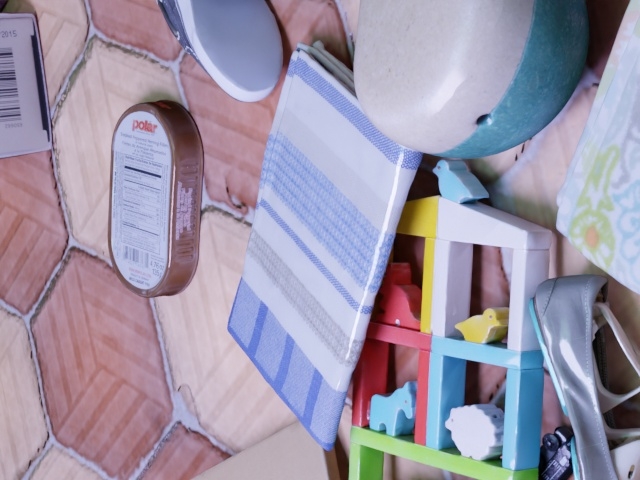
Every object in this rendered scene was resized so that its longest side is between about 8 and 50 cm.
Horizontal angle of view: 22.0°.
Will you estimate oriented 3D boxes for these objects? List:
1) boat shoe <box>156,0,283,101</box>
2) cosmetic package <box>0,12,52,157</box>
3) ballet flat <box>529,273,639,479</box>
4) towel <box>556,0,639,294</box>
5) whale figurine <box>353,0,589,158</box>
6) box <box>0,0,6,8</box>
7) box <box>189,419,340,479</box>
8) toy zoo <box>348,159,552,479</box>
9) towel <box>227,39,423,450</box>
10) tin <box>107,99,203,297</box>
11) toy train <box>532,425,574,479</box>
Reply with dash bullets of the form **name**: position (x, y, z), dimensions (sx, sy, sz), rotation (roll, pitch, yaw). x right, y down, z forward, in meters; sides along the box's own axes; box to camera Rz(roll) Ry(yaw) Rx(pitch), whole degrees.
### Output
- **boat shoe**: position (-0.107, -0.203, 1.454), dimensions (0.228, 0.080, 0.076), rotation (58, 150, 20)
- **cosmetic package**: position (-0.426, -0.147, 1.764), dimensions (0.296, 0.129, 0.153), rotation (-3, 95, 47)
- **ballet flat**: position (0.204, 0.128, 1.176), dimensions (0.068, 0.072, 0.213), rotation (-14, 88, 17)
- **towel**: position (0.328, -0.065, 0.991), dimensions (0.374, 0.090, 0.321), rotation (37, 122, 39)
- **whale figurine**: position (0.108, -0.181, 1.204), dimensions (0.216, 0.141, 0.272), rotation (-51, 35, 38)
- **box**: position (-0.386, -0.333, 1.627), dimensions (0.243, 0.213, 0.117), rotation (-44, 64, 41)
- **box**: position (-0.043, 0.267, 1.413), dimensions (0.164, 0.021, 0.201), rotation (-32, 50, 28)
- **toy zoo**: position (0.097, 0.084, 1.286), dimensions (0.192, 0.030, 0.293), rotation (8, 97, 51)
- **towel**: position (0.000, 0.000, 1.363), dimensions (0.209, 0.034, 0.285), rotation (47, 129, 51)
- **tin**: position (-0.158, -0.038, 1.561), dimensions (0.106, 0.040, 0.190), rotation (15, 107, 41)
- **toy train**: position (0.154, 0.203, 1.269), dimensions (0.036, 0.027, 0.158), rotation (46, 127, 19)
